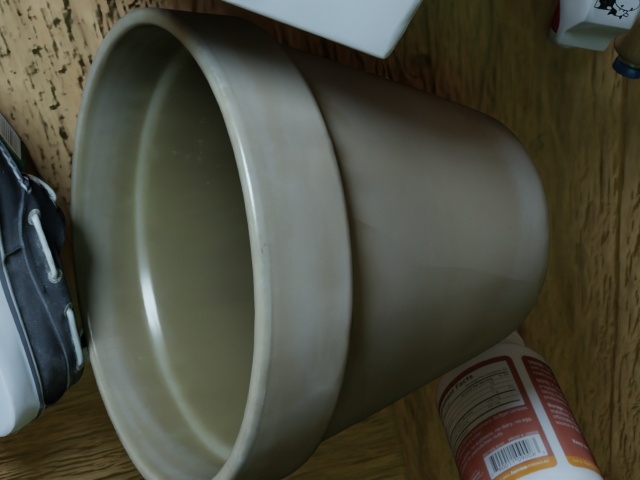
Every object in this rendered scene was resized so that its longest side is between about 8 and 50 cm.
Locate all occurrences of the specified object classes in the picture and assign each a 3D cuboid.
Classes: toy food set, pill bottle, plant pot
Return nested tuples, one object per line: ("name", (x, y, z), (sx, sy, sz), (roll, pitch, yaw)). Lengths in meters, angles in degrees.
("toy food set", (0.199, -0.165, 0.710), (0.232, 0.111, 0.105), (4, 128, -20))
("pill bottle", (0.181, 0.178, 0.929), (0.121, 0.216, 0.121), (-6, 131, -7))
("plant pot", (0.000, 0.000, 0.708), (0.280, 0.323, 0.323), (-6, 133, -32))

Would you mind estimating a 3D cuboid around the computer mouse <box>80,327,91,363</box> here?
("computer mouse", (-0.153, 0.061, 0.865), (0.106, 0.042, 0.193), (21, 122, -29))

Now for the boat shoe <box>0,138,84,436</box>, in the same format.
("boat shoe", (-0.235, -0.006, 0.698), (0.108, 0.102, 0.301), (8, 119, 36))

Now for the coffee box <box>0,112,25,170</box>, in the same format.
("coffee box", (-0.306, -0.103, 0.688), (0.113, 0.040, 0.184), (-24, 131, 6))

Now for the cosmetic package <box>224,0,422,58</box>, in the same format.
("cosmetic package", (-0.054, -0.236, 0.514), (0.224, 0.225, 0.138), (15, 125, -24))
